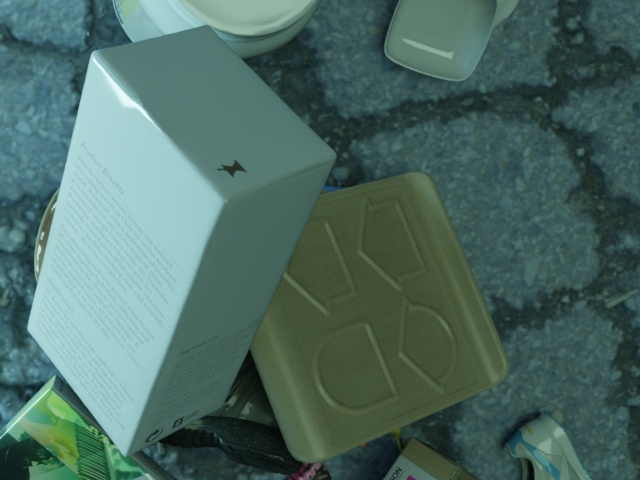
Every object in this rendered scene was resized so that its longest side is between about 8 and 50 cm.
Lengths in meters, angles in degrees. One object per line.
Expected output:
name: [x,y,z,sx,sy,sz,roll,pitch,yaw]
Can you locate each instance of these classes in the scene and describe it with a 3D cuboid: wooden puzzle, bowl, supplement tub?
wooden puzzle: [0.051,0.093,1.455,0.348,0.080,0.322,-17,80,-31]
bowl: [0.167,-0.307,1.554,0.142,0.053,0.142,17,111,-10]
supplement tub: [-0.126,-0.331,1.345,0.235,0.325,0.235,-1,94,-16]

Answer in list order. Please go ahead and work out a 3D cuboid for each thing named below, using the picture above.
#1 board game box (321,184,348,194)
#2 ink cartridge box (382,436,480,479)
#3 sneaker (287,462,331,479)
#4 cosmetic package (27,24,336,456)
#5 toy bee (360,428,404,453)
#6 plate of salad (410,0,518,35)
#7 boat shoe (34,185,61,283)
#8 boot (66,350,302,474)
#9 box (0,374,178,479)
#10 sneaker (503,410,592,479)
board game box: [0.000,0.000,1.553,0.211,0.039,0.160,6,92,-16]
ink cartridge box: [0.125,0.409,1.539,0.234,0.088,0.193,-55,149,-7]
sneaker: [-0.031,0.365,1.570,0.119,0.047,0.057,-44,115,-8]
cosmetic package: [-0.176,0.013,1.244,0.161,0.453,0.230,-24,62,-40]
toy bee: [0.066,0.241,1.527,0.298,0.162,0.195,-44,106,-9]
plate of salad: [0.210,-0.396,1.583,0.200,0.048,0.199,-1,95,-16]
boat shoe: [-0.271,-0.065,1.429,0.123,0.116,0.324,29,86,-16]
boot: [-0.150,0.168,1.488,0.338,0.118,0.222,17,66,1]
box: [-0.373,0.366,1.432,0.322,0.058,0.232,-46,104,1]
sneaker: [0.363,0.375,1.666,0.092,0.087,0.228,-32,95,-5]
